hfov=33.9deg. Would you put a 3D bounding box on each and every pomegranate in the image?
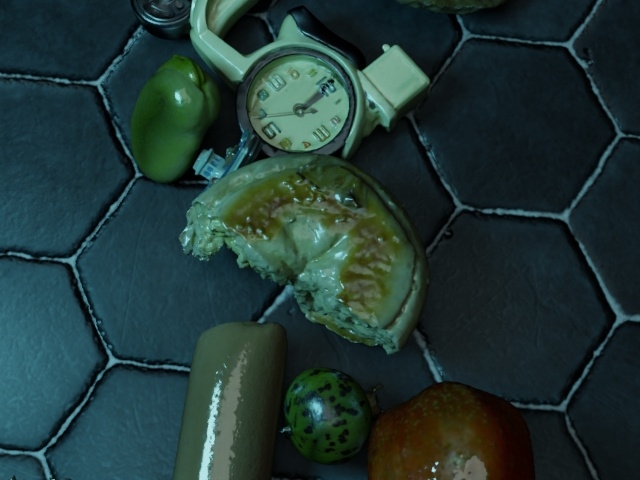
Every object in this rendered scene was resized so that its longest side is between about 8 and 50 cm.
[{"bbox_3d":[0.024,0.212,1.299,0.162,0.122,0.122,-11,73,-33],"label":"pomegranate"}]

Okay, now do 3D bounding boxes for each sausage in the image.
[{"bbox_3d":[-0.110,0.225,1.283,0.123,0.123,0.252,8,74,2],"label":"sausage"}]

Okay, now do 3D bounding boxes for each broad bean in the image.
[{"bbox_3d":[-0.195,-0.160,1.366,0.082,0.174,0.124,-3,55,-46],"label":"broad bean"}]

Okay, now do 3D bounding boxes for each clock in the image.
[{"bbox_3d":[-0.054,-0.273,1.424,0.276,0.120,0.379,-37,83,-5],"label":"clock"}]

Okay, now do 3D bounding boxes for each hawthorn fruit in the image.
[{"bbox_3d":[0.157,0.294,1.212,0.205,0.205,0.253,-7,50,-2],"label":"hawthorn fruit"}]

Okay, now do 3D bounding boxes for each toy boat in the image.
[{"bbox_3d":[-0.129,-0.096,1.368,0.066,0.140,0.059,32,48,-8],"label":"toy boat"}]

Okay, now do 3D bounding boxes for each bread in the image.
[{"bbox_3d":[-0.001,-0.005,1.318,0.314,0.171,0.192,26,74,6],"label":"bread"}]

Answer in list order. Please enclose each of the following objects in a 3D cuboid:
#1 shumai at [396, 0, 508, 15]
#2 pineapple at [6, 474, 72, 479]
[{"bbox_3d":[0.176,-0.464,1.371,0.314,0.262,0.267,34,59,-6],"label":"shumai"},{"bbox_3d":[-0.253,0.443,1.131,0.352,0.352,0.300,31,87,8],"label":"pineapple"}]
